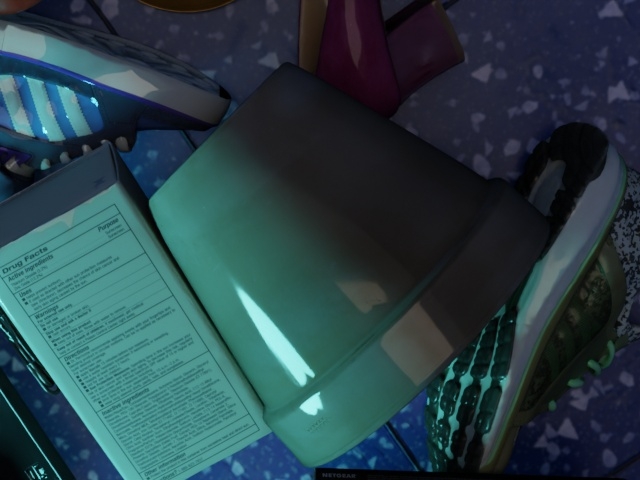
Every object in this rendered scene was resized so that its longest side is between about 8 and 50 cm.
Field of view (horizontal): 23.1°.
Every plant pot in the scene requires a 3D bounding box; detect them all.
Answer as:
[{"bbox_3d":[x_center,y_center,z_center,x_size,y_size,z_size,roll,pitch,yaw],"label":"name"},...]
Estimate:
[{"bbox_3d":[0.000,0.000,1.450,0.280,0.323,0.323,44,93,-5],"label":"plant pot"}]

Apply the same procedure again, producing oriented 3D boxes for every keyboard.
[{"bbox_3d":[-0.343,0.117,1.560,0.201,0.033,0.317,-29,98,38],"label":"keyboard"}]

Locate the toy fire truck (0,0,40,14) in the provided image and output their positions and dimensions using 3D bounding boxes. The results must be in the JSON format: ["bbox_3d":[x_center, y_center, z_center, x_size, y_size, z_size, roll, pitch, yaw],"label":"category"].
[{"bbox_3d":[-0.385,-0.327,1.461,0.253,0.169,0.302,-14,53,9],"label":"toy fire truck"}]

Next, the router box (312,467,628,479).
[{"bbox_3d":[0.139,0.338,1.547,0.308,0.081,0.243,3,129,-2],"label":"router box"}]

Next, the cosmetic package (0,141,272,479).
[{"bbox_3d":[-0.187,0.081,1.509,0.160,0.113,0.309,-28,115,2],"label":"cosmetic package"}]

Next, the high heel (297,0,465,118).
[{"bbox_3d":[-0.021,-0.283,1.520,0.181,0.127,0.377,-32,97,-7],"label":"high heel"}]

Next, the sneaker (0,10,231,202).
[{"bbox_3d":[-0.272,-0.091,1.548,0.322,0.130,0.236,16,105,-7],"label":"sneaker"}]

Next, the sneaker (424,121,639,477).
[{"bbox_3d":[0.246,0.099,1.566,0.182,0.158,0.410,21,100,-20],"label":"sneaker"}]

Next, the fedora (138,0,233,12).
[{"bbox_3d":[-0.135,-0.316,1.543,0.194,0.079,0.194,0,95,0],"label":"fedora"}]
